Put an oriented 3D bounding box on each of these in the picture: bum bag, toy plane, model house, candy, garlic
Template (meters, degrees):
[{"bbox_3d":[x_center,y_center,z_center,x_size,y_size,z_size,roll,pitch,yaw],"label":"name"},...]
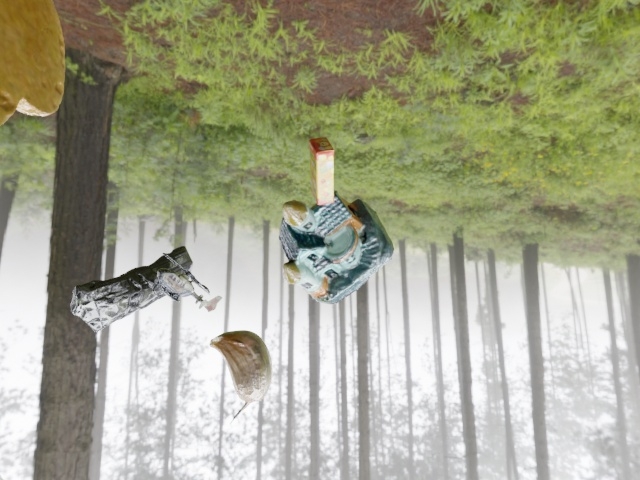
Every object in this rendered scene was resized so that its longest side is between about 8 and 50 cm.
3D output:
[{"bbox_3d":[-0.476,0.126,1.099,0.095,0.144,0.340,18,-153,30],"label":"bum bag"},{"bbox_3d":[-0.204,0.071,0.629,0.121,0.049,0.031,49,164,-28],"label":"toy plane"},{"bbox_3d":[0.000,0.000,0.975,0.253,0.185,0.291,-36,144,16],"label":"model house"},{"bbox_3d":[0.003,-0.138,0.838,0.037,0.062,0.122,-10,129,-10],"label":"candy"},{"bbox_3d":[-0.172,0.302,0.960,0.128,0.199,0.090,-15,179,-14],"label":"garlic"}]

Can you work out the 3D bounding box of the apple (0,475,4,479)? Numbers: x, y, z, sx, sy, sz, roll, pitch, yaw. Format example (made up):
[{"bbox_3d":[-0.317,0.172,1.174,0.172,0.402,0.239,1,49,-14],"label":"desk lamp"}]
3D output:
[{"bbox_3d":[-0.576,0.438,0.527,0.338,0.341,0.339,0,170,0],"label":"apple"}]

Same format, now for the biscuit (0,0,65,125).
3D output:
[{"bbox_3d":[-0.347,-0.232,0.360,0.051,0.270,0.376,-2,174,-3],"label":"biscuit"}]
